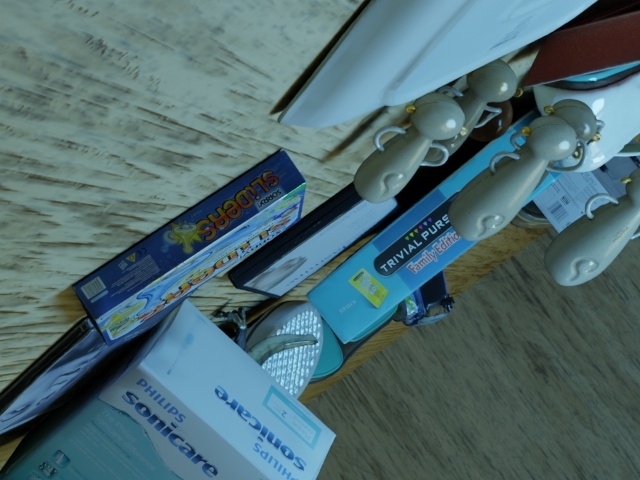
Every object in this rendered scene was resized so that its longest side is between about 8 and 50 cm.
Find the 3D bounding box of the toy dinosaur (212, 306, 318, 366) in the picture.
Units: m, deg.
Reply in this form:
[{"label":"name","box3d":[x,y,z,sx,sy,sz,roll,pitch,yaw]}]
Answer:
[{"label":"toy dinosaur","box3d":[-0.109,0.144,1.855,0.064,0.118,0.268,2,-145,43]}]

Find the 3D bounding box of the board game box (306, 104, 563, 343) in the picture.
[{"label":"board game box","box3d":[0.166,-0.039,1.939,0.336,0.079,0.254,-40,178,31]}]

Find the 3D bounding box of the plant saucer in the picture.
[{"label":"plant saucer","box3d":[0.359,-0.221,1.617,0.259,0.048,0.258,-11,-170,42]}]

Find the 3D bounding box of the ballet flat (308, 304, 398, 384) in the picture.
[{"label":"ballet flat","box3d":[0.005,0.144,2.404,0.096,0.095,0.280,-26,180,45]}]

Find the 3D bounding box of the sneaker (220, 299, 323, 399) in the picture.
[{"label":"sneaker","box3d":[-0.118,0.173,1.982,0.127,0.126,0.321,7,-144,31]}]

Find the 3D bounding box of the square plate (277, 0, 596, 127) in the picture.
[{"label":"square plate","box3d":[0.169,-0.211,1.183,0.347,0.049,0.344,-28,169,-38]}]

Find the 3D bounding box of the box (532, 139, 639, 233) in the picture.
[{"label":"box","box3d":[0.371,-0.087,2.282,0.087,0.169,0.290,-41,169,24]}]

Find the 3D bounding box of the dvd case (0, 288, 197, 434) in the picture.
[{"label":"dvd case","box3d":[-0.229,0.117,1.561,0.221,0.018,0.164,-40,171,32]}]

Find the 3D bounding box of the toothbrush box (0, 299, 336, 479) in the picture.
[{"label":"toothbrush box","box3d":[-0.167,0.231,1.686,0.295,0.216,0.126,-41,-169,34]}]

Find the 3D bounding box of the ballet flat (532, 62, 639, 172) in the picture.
[{"label":"ballet flat","box3d":[0.376,-0.175,1.852,0.400,0.139,0.139,-26,168,-39]}]

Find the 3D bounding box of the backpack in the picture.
[{"label":"backpack","box3d":[0.143,0.079,2.548,0.084,0.105,0.114,-9,165,-15]}]

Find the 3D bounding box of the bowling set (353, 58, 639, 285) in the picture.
[{"label":"bowling set","box3d":[0.170,-0.104,1.529,0.287,0.200,0.154,20,133,-26]}]

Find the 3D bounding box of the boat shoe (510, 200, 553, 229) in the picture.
[{"label":"boat shoe","box3d":[0.346,-0.071,2.459,0.307,0.111,0.104,-26,167,-48]}]

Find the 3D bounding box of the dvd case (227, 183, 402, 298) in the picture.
[{"label":"dvd case","box3d":[0.000,0.000,1.793,0.180,0.022,0.253,-36,172,4]}]

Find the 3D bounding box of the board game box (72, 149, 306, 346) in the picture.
[{"label":"board game box","box3d":[-0.105,0.009,1.378,0.201,0.035,0.136,-34,172,-9]}]
